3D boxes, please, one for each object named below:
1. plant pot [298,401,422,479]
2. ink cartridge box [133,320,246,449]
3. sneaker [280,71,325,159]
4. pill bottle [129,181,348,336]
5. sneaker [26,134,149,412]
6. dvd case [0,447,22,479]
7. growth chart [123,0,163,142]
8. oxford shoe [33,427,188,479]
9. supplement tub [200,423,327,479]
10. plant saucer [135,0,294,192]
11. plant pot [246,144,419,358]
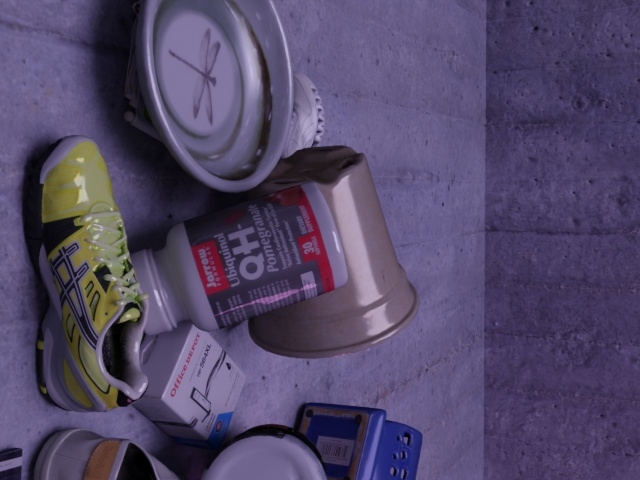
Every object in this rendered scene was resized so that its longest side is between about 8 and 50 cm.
[{"bbox_3d":[0.065,0.485,1.774,0.212,0.236,0.236,48,50,-46],"label":"plant pot"},{"bbox_3d":[-0.221,0.238,1.347,0.203,0.085,0.148,59,41,-48],"label":"ink cartridge box"},{"bbox_3d":[-0.064,-0.197,1.624,0.118,0.110,0.292,1,90,-54],"label":"sneaker"},{"bbox_3d":[-0.132,0.037,1.249,0.176,0.318,0.176,161,-90,-83],"label":"pill bottle"},{"bbox_3d":[-0.301,0.047,1.115,0.145,0.147,0.385,-17,106,-60],"label":"sneaker"},{"bbox_3d":[-0.441,0.381,0.997,0.164,0.018,0.221,3,89,-62],"label":"dvd case"},{"bbox_3d":[-0.261,-0.277,1.316,0.172,0.021,0.237,9,84,-64],"label":"growth chart"},{"bbox_3d":[-0.258,0.417,1.241,0.449,0.130,0.169,60,37,-50],"label":"oxford shoe"},{"bbox_3d":[-0.089,0.423,1.389,0.338,0.207,0.207,89,8,-79],"label":"supplement tub"},{"bbox_3d":[-0.184,-0.275,1.315,0.400,0.100,0.401,5,84,-61],"label":"plant saucer"},{"bbox_3d":[0.000,0.000,1.496,0.334,0.333,0.306,-45,130,-54],"label":"plant pot"}]
